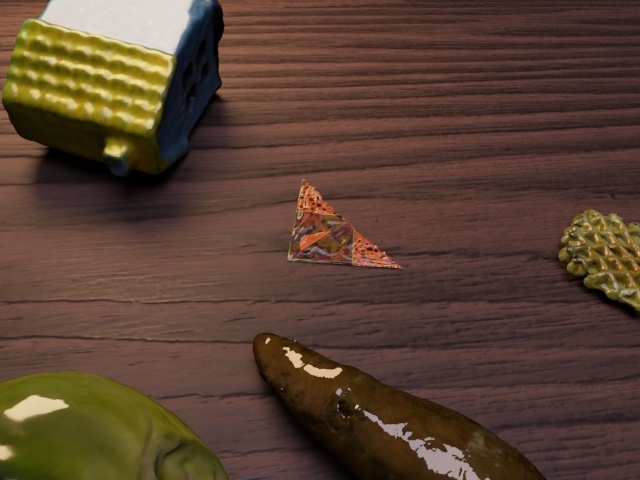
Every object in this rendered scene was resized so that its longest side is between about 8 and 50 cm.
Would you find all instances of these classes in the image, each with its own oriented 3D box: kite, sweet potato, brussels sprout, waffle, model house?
[{"bbox_3d":[0.000,-0.001,0.890,0.125,0.008,0.222,-33,61,-27],"label":"kite"},{"bbox_3d":[0.076,0.211,0.650,0.423,0.130,0.130,29,52,21],"label":"sweet potato"},{"bbox_3d":[-0.219,0.263,0.468,0.344,0.268,0.344,6,47,-7],"label":"brussels sprout"},{"bbox_3d":[0.446,0.028,0.904,0.183,0.036,0.169,32,51,16],"label":"waffle"},{"bbox_3d":[-0.299,-0.237,0.920,0.237,0.215,0.303,15,54,4],"label":"model house"}]
